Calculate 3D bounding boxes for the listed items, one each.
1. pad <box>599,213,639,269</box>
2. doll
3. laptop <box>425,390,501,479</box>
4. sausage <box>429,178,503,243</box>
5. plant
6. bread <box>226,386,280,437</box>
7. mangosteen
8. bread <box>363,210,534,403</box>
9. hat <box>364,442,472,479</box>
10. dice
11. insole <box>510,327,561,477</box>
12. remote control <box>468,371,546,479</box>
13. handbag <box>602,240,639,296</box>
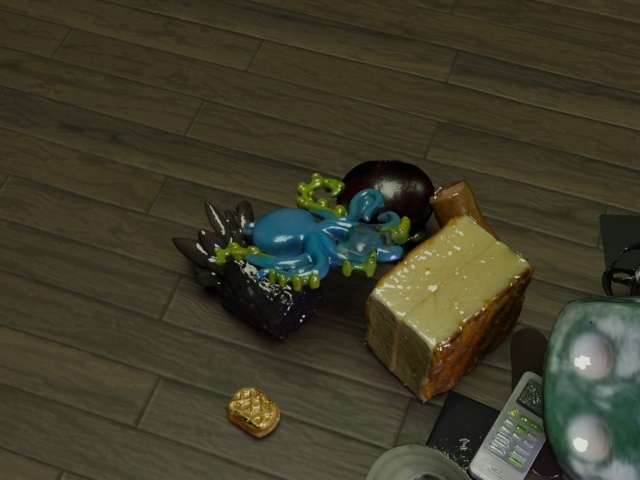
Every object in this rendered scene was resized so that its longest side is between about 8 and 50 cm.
[{"bbox_3d":[0.684,0.008,2.174,0.112,0.003,0.157,2,56,3],"label":"pad"},{"bbox_3d":[0.000,0.000,1.933,0.342,0.098,0.346,15,41,21],"label":"doll"},{"bbox_3d":[0.280,0.402,1.916,0.135,0.016,0.197,23,61,14],"label":"laptop"},{"bbox_3d":[0.330,-0.001,2.068,0.109,0.109,0.270,-43,105,-24],"label":"sausage"},{"bbox_3d":[-0.153,0.060,2.062,0.182,0.194,0.321,-32,65,-33],"label":"plant"},{"bbox_3d":[-0.133,0.340,1.945,0.111,0.044,0.083,30,61,22],"label":"bread"},{"bbox_3d":[0.137,-0.072,2.127,0.216,0.216,0.216,0,57,1],"label":"mangosteen"},{"bbox_3d":[0.247,0.138,1.940,0.279,0.279,0.207,-39,66,-19],"label":"bread"},{"bbox_3d":[0.210,0.481,1.798,0.252,0.252,0.110,38,23,23],"label":"hat"},{"bbox_3d":[0.604,0.277,1.734,0.328,0.330,0.347,3,91,38],"label":"dice"},{"bbox_3d":[0.435,0.321,1.970,0.111,0.007,0.327,0,57,0],"label":"insole"},{"bbox_3d":[0.387,0.376,1.906,0.103,0.034,0.250,32,62,13],"label":"remote control"},{"bbox_3d":[0.709,0.090,1.949,0.283,0.301,0.149,10,55,14],"label":"handbag"}]
